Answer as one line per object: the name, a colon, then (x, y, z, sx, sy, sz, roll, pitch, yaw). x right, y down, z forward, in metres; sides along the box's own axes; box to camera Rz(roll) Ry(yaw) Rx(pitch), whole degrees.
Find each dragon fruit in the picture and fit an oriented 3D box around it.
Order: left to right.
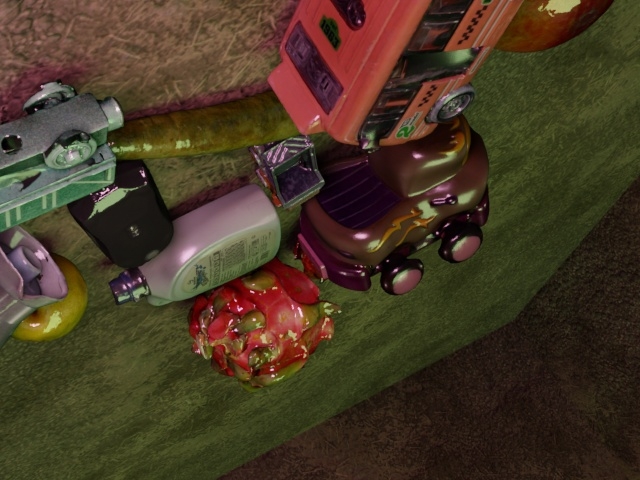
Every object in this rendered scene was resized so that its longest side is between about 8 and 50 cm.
dragon fruit: (-0.105, 0.144, 2.136, 0.237, 0.231, 0.303, -53, 167, 17)

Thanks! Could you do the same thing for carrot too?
carrot: (-0.149, -0.151, 1.576, 0.359, 0.074, 0.074, -16, 154, -40)

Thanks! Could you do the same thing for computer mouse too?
computer mouse: (-0.273, -0.040, 1.633, 0.122, 0.073, 0.217, -34, 155, -8)

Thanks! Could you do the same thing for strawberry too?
strawberry: (0.000, 0.000, 2.205, 0.121, 0.082, 0.188, -50, 156, -16)

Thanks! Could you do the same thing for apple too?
apple: (0.335, -0.368, 1.710, 0.293, 0.163, 0.251, -20, 155, -33)

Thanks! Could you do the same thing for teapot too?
teapot: (-0.450, 0.081, 1.509, 0.225, 0.171, 0.203, -37, -156, 8)

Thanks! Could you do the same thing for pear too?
pear: (-0.392, 0.069, 1.635, 0.141, 0.141, 0.104, -15, 124, -45)

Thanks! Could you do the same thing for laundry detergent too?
laundry detergent: (-0.205, 0.032, 1.873, 0.281, 0.105, 0.215, -30, 163, -18)

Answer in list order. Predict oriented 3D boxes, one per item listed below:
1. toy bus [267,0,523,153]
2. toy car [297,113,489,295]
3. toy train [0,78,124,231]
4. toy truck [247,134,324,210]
toy bus: (0.110, -0.301, 1.445, 0.233, 0.203, 0.427, -16, 154, -33)
toy car: (0.117, -0.091, 1.930, 0.341, 0.271, 0.240, -31, 143, -10)
toy train: (-0.351, -0.093, 1.324, 0.269, 0.115, 0.154, -26, 168, -23)
toy truck: (-0.051, -0.116, 1.789, 0.083, 0.092, 0.192, -33, 162, -8)
